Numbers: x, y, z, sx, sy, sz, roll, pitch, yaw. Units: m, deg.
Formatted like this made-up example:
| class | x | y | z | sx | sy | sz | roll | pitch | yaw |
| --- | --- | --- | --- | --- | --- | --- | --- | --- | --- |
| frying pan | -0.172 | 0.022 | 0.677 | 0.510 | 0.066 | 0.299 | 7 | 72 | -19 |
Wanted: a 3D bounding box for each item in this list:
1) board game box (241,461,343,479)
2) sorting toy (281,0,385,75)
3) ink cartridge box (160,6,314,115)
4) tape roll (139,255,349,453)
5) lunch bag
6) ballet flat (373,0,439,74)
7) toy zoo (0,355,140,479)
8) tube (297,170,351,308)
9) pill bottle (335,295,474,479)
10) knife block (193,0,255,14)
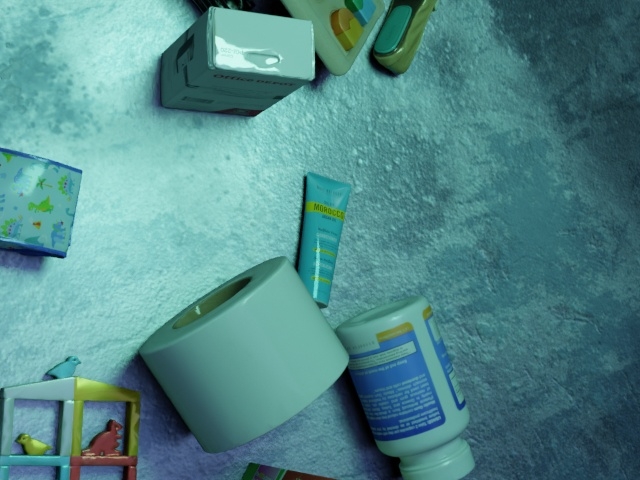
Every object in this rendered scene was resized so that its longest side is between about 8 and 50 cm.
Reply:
| class | x | y | z | sx | sy | sz | roll | pitch | yaw |
| --- | --- | --- | --- | --- | --- | --- | --- | --- | --- |
| board game box | 0.042 | 0.401 | 1.573 | 0.242 | 0.316 | 0.064 | 34 | 71 | -19 |
| sorting toy | 0.021 | -0.383 | 1.754 | 0.193 | 0.038 | 0.208 | 54 | 42 | -23 |
| ink cartridge box | -0.122 | -0.251 | 1.627 | 0.158 | 0.218 | 0.092 | 3 | 82 | -25 |
| tape roll | -0.105 | 0.155 | 1.573 | 0.246 | 0.246 | 0.169 | -37 | 100 | -24 |
| lunch bag | -0.407 | -0.050 | 1.538 | 0.151 | 0.096 | 0.129 | 11 | 79 | -14 |
| ballet flat | 0.153 | -0.376 | 1.864 | 0.073 | 0.080 | 0.232 | 42 | 68 | -45 |
| toy zoo | -0.347 | 0.306 | 1.559 | 0.192 | 0.030 | 0.293 | 6 | 82 | -25 |
| tube | 0.000 | 0.000 | 1.754 | 0.080 | 0.052 | 0.207 | 19 | 70 | -32 |
| pill bottle | 0.136 | 0.234 | 1.728 | 0.152 | 0.152 | 0.272 | -21 | 94 | -26 |
| knife block | -0.202 | -0.432 | 1.698 | 0.275 | 0.242 | 0.088 | 30 | 63 | 28 |
